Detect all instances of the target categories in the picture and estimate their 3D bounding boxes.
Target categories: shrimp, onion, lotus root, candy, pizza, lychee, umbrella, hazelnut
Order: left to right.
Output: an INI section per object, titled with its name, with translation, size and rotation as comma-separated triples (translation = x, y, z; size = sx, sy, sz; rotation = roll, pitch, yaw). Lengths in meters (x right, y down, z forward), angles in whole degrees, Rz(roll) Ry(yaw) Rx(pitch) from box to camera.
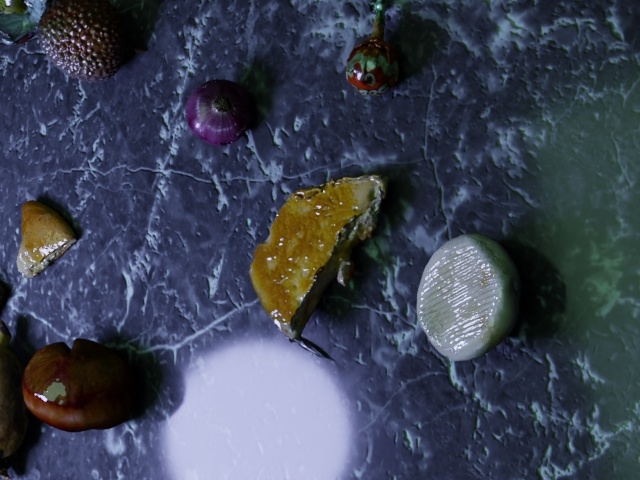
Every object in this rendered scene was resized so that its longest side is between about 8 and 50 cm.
[lotus root]
translation = -0.644, 0.307, 2.074
size = 0.169, 0.141, 0.314
rotation = -4, 82, 30
[shrimp]
translation = -0.510, -0.552, 1.946
size = 0.221, 0.166, 0.410
rotation = 42, 135, 38
[hazelnut]
translation = -0.428, 0.268, 1.926
size = 0.204, 0.178, 0.178
rotation = -1, 84, 3
[lychee]
translation = -0.422, -0.372, 1.989
size = 0.165, 0.197, 0.165
rotation = -178, 90, -70
[onion]
translation = -0.172, -0.217, 1.840
size = 0.115, 0.104, 0.115
rotation = 2, 71, -6
[umbrella]
translation = -0.029, 0.168, 1.752
size = 0.122, 0.013, 0.022
rotation = 35, 84, 32
[pizza]
translation = 0.000, 0.000, 1.714
size = 0.297, 0.071, 0.189
rotation = -56, 47, 13
[candy]
translation = 0.094, -0.366, 1.690
size = 0.078, 0.084, 0.288
rotation = 2, 79, 38

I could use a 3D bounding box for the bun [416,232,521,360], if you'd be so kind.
[bun]
translation = 0.224, 0.084, 1.535
size = 0.183, 0.102, 0.183
rotation = -14, 71, 50

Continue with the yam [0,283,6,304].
[yam]
translation = -0.690, 0.145, 2.159
size = 0.079, 0.079, 0.141
rotation = 40, 110, 30

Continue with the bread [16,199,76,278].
[bread]
translation = -0.527, -0.004, 2.081
size = 0.136, 0.054, 0.154
rotation = -1, 88, 31

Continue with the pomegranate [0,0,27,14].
[pomegranate]
translation = -0.572, -0.473, 2.114
size = 0.125, 0.138, 0.163
rotation = 46, 144, 40
